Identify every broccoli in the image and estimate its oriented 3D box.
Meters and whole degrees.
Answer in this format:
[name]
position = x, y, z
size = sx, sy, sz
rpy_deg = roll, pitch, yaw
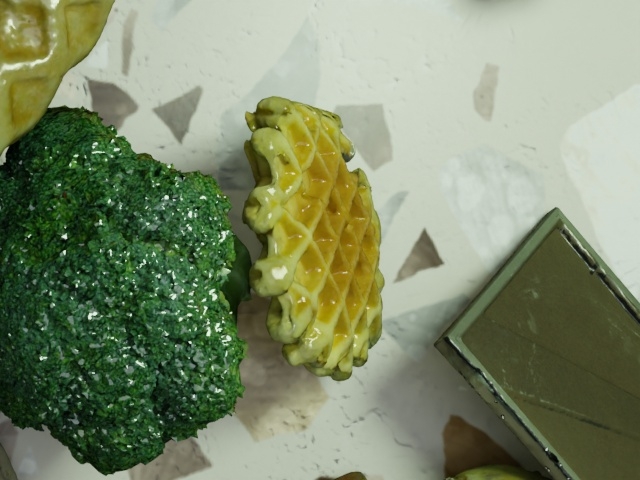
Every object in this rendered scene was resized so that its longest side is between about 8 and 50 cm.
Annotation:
[broccoli]
position = -0.173, 0.038, 1.153
size = 0.275, 0.307, 0.308
rpy_deg = -26, 97, -48

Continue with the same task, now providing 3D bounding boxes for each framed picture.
[framed picture]
position = 0.278, 0.154, 1.311
size = 0.335, 0.022, 0.247
rpy_deg = 48, 46, -1

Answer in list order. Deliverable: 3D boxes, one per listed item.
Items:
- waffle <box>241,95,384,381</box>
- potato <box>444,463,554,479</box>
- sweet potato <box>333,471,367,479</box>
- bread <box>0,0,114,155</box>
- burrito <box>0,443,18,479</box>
[waffle]
position = 0.002, -0.001, 1.221
size = 0.056, 0.261, 0.250
rpy_deg = -9, 84, 19
[potato]
position = 0.221, 0.335, 1.300
size = 0.307, 0.173, 0.210
rpy_deg = 21, 76, -12
[sweet potato]
position = -0.052, 0.279, 1.282
size = 0.233, 0.062, 0.081
rpy_deg = -13, 91, -19
[bread]
position = -0.283, -0.128, 1.089
size = 0.268, 0.152, 0.130
rpy_deg = -57, 136, -16
[burrito]
position = -0.317, 0.170, 1.181
size = 0.082, 0.059, 0.275
rpy_deg = -22, 108, 5
